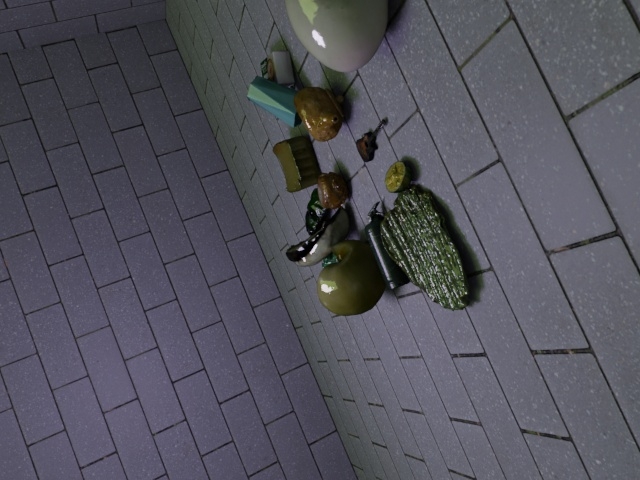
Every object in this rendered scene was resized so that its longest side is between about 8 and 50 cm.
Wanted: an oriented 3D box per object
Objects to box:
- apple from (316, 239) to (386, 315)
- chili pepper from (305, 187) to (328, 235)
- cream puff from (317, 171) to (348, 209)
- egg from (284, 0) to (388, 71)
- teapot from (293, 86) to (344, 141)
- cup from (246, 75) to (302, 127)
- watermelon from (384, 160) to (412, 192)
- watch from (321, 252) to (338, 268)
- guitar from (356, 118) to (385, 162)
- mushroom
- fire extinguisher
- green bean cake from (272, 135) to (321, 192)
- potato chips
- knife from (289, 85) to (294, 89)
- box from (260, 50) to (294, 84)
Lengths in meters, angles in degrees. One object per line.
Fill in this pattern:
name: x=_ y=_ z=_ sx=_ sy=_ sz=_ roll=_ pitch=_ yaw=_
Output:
apple: x=0.138 y=0.146 z=2.083 sx=0.233 sy=0.295 sz=0.258 roll=-12 pitch=123 yaw=34
chili pepper: x=-0.021 y=-0.115 z=2.430 sx=0.264 sy=0.116 sz=0.148 roll=96 pitch=152 yaw=-52
cream puff: x=0.051 y=-0.202 z=2.156 sx=0.165 sy=0.115 sz=0.150 roll=131 pitch=124 yaw=-78
egg: x=0.051 y=-0.637 z=1.471 sx=0.283 sy=0.283 sz=0.345 roll=38 pitch=157 yaw=55
teapot: x=0.012 y=-0.478 z=1.939 sx=0.203 sy=0.167 sz=0.311 roll=53 pitch=-168 yaw=-31
cup: x=-0.176 y=-0.569 z=2.185 sx=0.235 sy=0.148 sz=0.134 roll=25 pitch=176 yaw=10
watermelon: x=0.253 y=-0.195 z=1.693 sx=0.105 sy=0.062 sz=0.105 roll=-43 pitch=38 yaw=45
watch: x=0.064 y=0.040 z=2.401 sx=0.165 sy=0.131 sz=0.152 roll=97 pitch=165 yaw=-61
guitar: x=0.176 y=-0.345 z=1.813 sx=0.088 sy=0.025 sz=0.233 roll=65 pitch=159 yaw=11
mushroom: x=0.002 y=0.001 z=2.281 sx=0.130 sy=0.344 sz=0.247 roll=50 pitch=-155 yaw=-4
fire extinguisher: x=0.236 y=0.019 z=1.935 sx=0.114 sy=0.095 sz=0.311 roll=-25 pitch=87 yaw=48
green bean cake: x=-0.106 y=-0.344 z=2.409 sx=0.233 sy=0.124 sz=0.236 roll=3 pitch=113 yaw=68
potato chips: x=0.336 y=0.038 z=1.723 sx=0.429 sy=0.070 sz=0.358 roll=65 pitch=158 yaw=11
knife: x=-0.136 y=-0.633 z=2.346 sx=0.184 sy=0.026 sz=0.022 roll=142 pitch=145 yaw=-72
box: x=-0.186 y=-0.716 z=2.285 sx=0.199 sy=0.081 sz=0.135 roll=5 pitch=106 yaw=66
